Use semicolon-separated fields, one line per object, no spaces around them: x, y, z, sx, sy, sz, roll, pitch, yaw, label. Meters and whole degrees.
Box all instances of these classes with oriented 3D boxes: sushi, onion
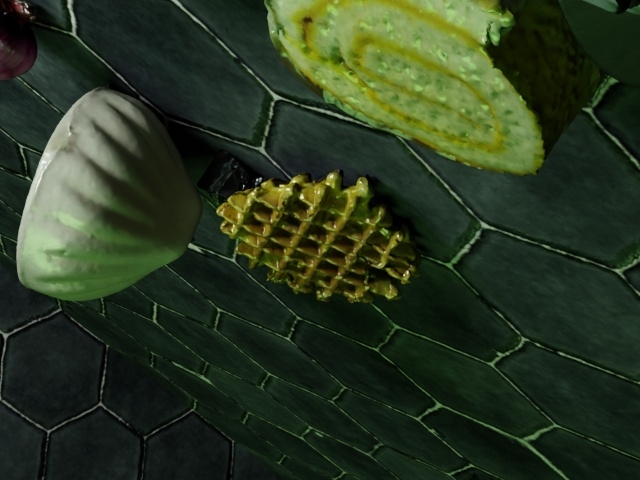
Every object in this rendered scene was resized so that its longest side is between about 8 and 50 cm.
-0.095;-0.053;1.419;0.085;0.056;0.083;28;159;15;sushi
-0.368;-0.242;1.337;0.104;0.115;0.115;-30;129;16;onion

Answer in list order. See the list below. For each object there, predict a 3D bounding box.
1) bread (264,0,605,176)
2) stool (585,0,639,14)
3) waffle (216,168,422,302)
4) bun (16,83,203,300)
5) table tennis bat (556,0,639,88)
0.076;-0.162;0.829;0.257;0.124;0.186;25;152;20;bread
0.015;-0.271;0.435;0.330;0.297;0.297;26;160;31;stool
0.000;0.000;1.344;0.232;0.051;0.228;-1;146;29;waffle
-0.230;-0.037;1.390;0.175;0.263;0.263;21;159;5;bun
0.195;-0.189;0.667;0.154;0.021;0.274;-8;133;28;table tennis bat
